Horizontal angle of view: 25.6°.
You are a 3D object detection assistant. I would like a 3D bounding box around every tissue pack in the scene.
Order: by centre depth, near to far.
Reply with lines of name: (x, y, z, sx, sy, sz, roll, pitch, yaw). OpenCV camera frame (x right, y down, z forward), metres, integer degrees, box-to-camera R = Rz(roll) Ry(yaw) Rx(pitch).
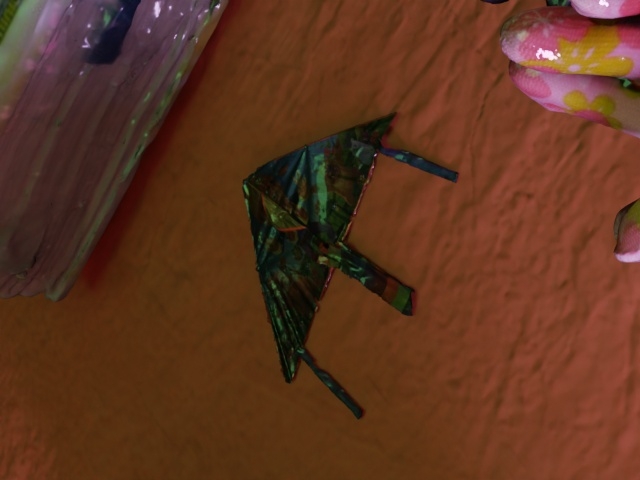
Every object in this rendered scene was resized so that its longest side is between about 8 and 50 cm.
tissue pack: (-0.261, -0.178, 0.979, 0.388, 0.162, 0.287, 49, 120, 32)

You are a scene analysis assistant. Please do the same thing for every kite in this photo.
kite: (0.000, 0.000, 0.829, 0.160, 0.010, 0.183, 37, 116, 37)

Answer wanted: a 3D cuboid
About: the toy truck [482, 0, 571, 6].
toy truck: (0.086, -0.196, 0.680, 0.242, 0.101, 0.125, 44, 116, 32)

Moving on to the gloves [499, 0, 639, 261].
gloves: (0.193, -0.066, 0.564, 0.241, 0.126, 0.145, 14, 125, 41)
